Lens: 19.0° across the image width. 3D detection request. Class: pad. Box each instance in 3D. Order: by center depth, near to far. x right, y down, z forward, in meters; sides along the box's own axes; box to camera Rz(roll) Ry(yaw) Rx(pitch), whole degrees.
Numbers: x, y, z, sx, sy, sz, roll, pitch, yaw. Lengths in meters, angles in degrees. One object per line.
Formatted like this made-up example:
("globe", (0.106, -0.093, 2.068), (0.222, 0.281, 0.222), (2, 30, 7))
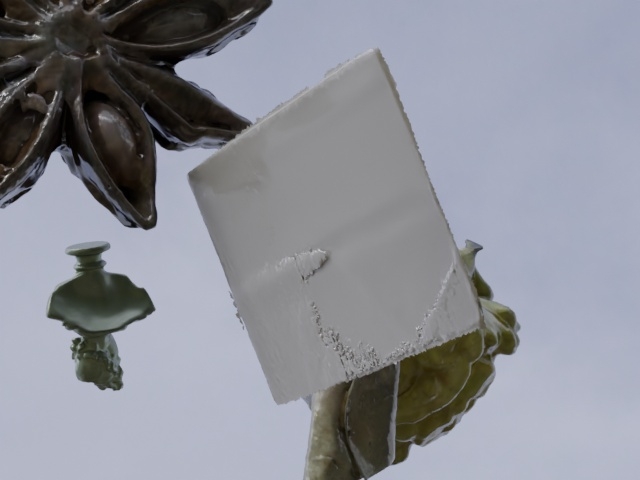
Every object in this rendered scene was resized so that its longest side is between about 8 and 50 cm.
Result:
("pad", (0.000, 0.000, 1.046), (0.004, 0.156, 0.232), (-19, -4, -33))

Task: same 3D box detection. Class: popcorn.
("popcorn", (0.065, 0.076, 1.768), (0.225, 0.249, 0.249), (-38, -58, 1))

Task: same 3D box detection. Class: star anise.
("star anise", (-0.153, -0.110, 1.160), (0.223, 0.109, 0.236), (-38, -93, -18))

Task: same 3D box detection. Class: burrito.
("burrito", (0.029, 0.106, 1.601), (0.087, 0.060, 0.226), (9, -98, -39))

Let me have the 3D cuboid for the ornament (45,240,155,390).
("ornament", (-0.144, 0.047, 1.230), (0.068, 0.041, 0.092), (21, -94, -22))
